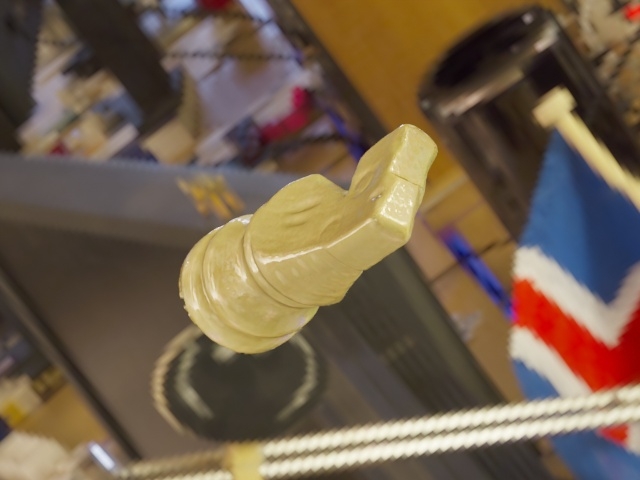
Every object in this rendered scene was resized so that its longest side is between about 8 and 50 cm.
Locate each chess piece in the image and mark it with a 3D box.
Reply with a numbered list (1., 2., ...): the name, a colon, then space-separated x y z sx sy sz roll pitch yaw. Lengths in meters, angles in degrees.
1. chess piece: 0.000 0.000 1.169 0.200 0.090 0.090 -33 19 51
